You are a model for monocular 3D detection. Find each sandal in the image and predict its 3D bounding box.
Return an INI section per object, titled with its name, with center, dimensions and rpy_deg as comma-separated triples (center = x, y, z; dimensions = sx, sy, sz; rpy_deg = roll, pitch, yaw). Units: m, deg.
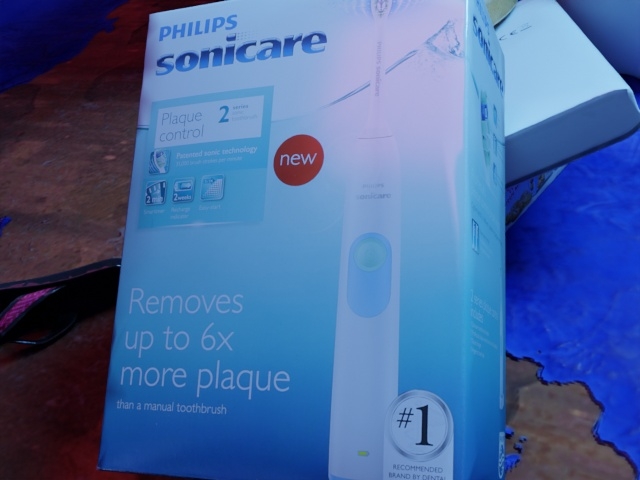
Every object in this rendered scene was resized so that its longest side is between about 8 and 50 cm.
[sandal]
center = -0.247, 0.063, 0.675
dimensions = 0.179, 0.067, 0.040
rpy_deg = -18, 50, 0

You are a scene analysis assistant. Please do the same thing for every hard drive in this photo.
[hard drive]
center = 0.132, -0.124, 0.661
dimensions = 0.203, 0.040, 0.307
rpy_deg = -23, 25, 17

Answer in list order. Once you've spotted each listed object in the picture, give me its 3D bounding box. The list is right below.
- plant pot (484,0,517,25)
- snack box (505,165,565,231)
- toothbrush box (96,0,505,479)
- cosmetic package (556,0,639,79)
[plant pot]
center = 0.088, -0.211, 0.800
dimensions = 0.236, 0.032, 0.236
rpy_deg = -26, 19, 10
[snack box]
center = 0.155, -0.049, 0.622
dimensions = 0.022, 0.064, 0.178
rpy_deg = 24, 56, 40
[toothbrush box]
center = 0.000, 0.000, 0.481
dimensions = 0.217, 0.126, 0.295
rpy_deg = -1, 75, 22
[cosmetic package]
center = 0.338, -0.265, 0.722
dimensions = 0.184, 0.151, 0.151
rpy_deg = -32, 39, -13
